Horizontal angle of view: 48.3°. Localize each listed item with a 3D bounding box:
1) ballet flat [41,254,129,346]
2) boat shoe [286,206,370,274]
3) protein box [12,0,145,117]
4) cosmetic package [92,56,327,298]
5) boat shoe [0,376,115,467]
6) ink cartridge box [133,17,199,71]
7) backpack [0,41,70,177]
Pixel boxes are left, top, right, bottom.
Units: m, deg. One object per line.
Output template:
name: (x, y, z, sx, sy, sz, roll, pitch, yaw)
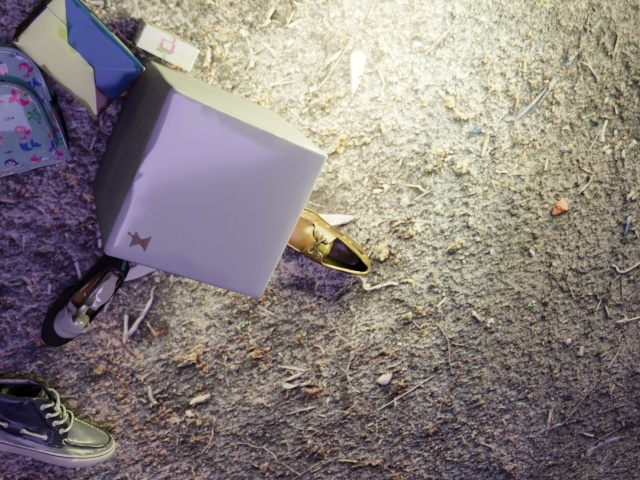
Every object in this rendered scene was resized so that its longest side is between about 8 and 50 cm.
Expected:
ballet flat: (-0.545, 0.147, 1.639, 0.095, 0.096, 0.280, 37, 96, -30)
boat shoe: (0.000, 0.000, 1.782, 0.307, 0.104, 0.111, 22, 102, -27)
protein box: (-0.470, -0.374, 1.390, 0.136, 0.201, 0.200, -45, 120, 1)
cosmetic package: (-0.249, -0.138, 1.464, 0.327, 0.394, 0.330, 20, 104, -27)
boat shoe: (-0.641, 0.429, 1.700, 0.340, 0.127, 0.158, 17, 112, -25)
ink cartridge box: (-0.325, -0.410, 1.496, 0.122, 0.088, 0.052, 23, 104, -27)
backpack: (-0.629, -0.253, 1.397, 0.225, 0.191, 0.254, -16, 111, -13)
